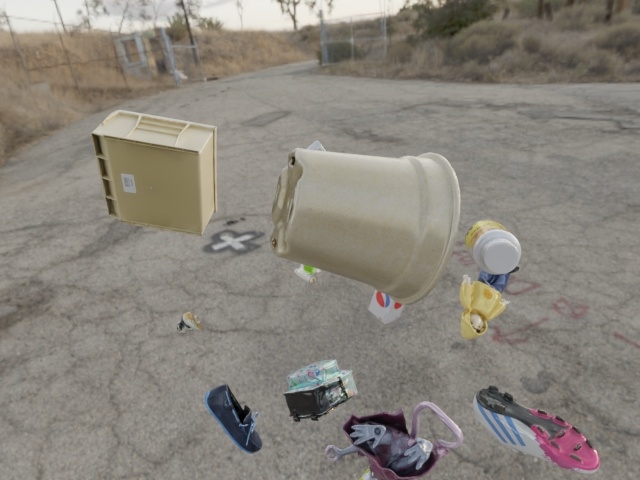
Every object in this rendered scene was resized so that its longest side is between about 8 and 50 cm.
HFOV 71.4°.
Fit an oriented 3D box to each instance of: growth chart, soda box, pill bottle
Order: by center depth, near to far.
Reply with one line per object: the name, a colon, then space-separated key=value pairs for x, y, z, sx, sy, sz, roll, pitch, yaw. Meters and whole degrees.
growth chart: x=0.000 y=0.000 z=1.159 sx=0.021 sy=0.238 sz=0.172 roll=26 pitch=-12 yaw=-19
pill bottle: x=0.457 y=0.018 z=1.183 sx=0.117 sy=0.118 sz=0.215 roll=-2 pitch=13 yaw=10
soda box: x=0.207 y=0.126 z=1.245 sx=0.069 sy=0.216 sz=0.074 roll=-14 pitch=41 yaw=-37

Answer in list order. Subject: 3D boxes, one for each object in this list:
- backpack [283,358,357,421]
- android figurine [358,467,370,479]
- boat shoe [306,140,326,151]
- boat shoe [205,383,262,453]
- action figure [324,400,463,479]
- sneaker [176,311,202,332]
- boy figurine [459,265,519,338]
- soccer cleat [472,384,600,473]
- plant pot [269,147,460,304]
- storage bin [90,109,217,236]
backpack: x=0.007 y=0.552 z=1.672 sx=0.225 sy=0.191 sz=0.253 roll=-26 pitch=-19 yaw=39
android figurine: x=0.211 y=0.880 z=1.681 sx=0.272 sy=0.248 sz=0.056 roll=-35 pitch=57 yaw=-30
boat shoe: x=0.031 y=-0.168 z=1.072 sx=0.063 sy=0.184 sz=0.066 roll=-45 pitch=32 yaw=8
boat shoe: x=-0.243 y=0.543 z=1.344 sx=0.089 sy=0.258 sz=0.109 roll=-34 pitch=26 yaw=-3
action figure: x=0.173 y=0.547 z=1.145 sx=0.275 sy=0.370 sz=0.248 roll=-30 pitch=51 yaw=-16
sneaker: x=-0.228 y=0.145 z=0.759 sx=0.036 sy=0.032 sz=0.083 roll=-20 pitch=-16 yaw=-9
boy figurine: x=0.520 y=0.181 z=1.428 sx=0.285 sy=0.177 sz=0.092 roll=-56 pitch=7 yaw=-16
soccer cleat: x=0.566 y=0.523 z=1.198 sx=0.115 sy=0.143 sz=0.331 roll=-22 pitch=31 yaw=-33
plant pot: x=0.065 y=-0.053 z=0.936 sx=0.305 sy=0.334 sz=0.334 roll=11 pitch=16 yaw=-17
storage bin: x=-0.405 y=-0.164 z=1.122 sx=0.259 sy=0.263 sz=0.123 roll=10 pitch=41 yaw=-2
